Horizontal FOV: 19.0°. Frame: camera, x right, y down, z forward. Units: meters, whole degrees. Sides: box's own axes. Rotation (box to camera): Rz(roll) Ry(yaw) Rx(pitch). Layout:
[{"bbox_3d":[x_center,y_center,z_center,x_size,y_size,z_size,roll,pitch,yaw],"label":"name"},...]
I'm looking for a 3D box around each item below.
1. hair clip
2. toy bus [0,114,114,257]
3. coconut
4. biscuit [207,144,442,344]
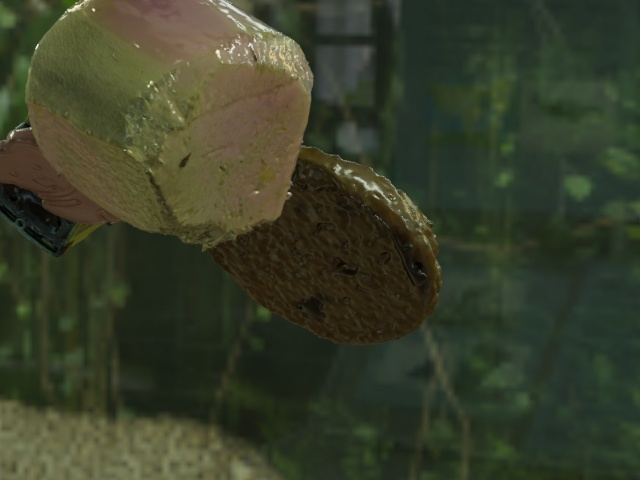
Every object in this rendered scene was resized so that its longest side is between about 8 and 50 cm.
[{"bbox_3d":[-0.254,-0.061,1.832,0.123,0.138,0.102,-8,23,45],"label":"hair clip"},{"bbox_3d":[-0.244,-0.122,2.084,0.128,0.262,0.150,40,29,7],"label":"toy bus"},{"bbox_3d":[-0.141,-0.119,1.701,0.233,0.233,0.245,-4,26,-40],"label":"coconut"},{"bbox_3d":[0.001,-0.001,2.100,0.296,0.296,0.075,5,44,32],"label":"biscuit"}]
